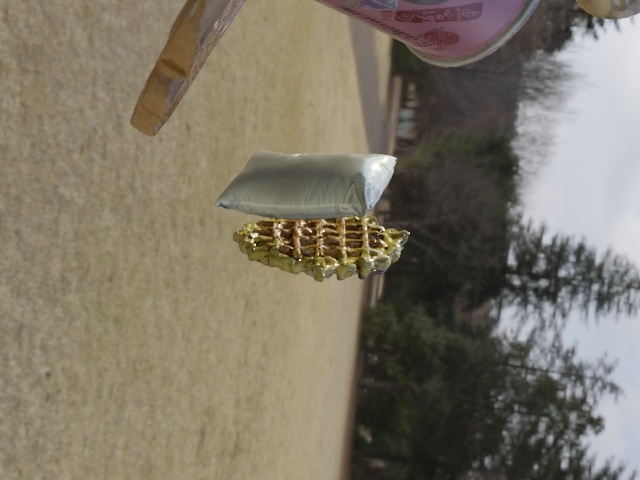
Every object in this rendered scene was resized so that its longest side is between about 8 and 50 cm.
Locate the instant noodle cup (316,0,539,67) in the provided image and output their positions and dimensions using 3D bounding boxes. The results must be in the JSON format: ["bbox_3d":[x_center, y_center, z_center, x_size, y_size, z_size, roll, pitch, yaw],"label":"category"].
[{"bbox_3d":[0.073,-0.317,0.869,0.243,0.231,0.242,-16,-110,51],"label":"instant noodle cup"}]

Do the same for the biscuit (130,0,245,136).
[{"bbox_3d":[-0.062,-0.171,0.590,0.236,0.040,0.144,-50,-174,23],"label":"biscuit"}]

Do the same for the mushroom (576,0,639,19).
[{"bbox_3d":[0.419,-0.464,1.305,0.253,0.195,0.188,-74,159,-48],"label":"mushroom"}]

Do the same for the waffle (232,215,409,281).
[{"bbox_3d":[0.000,0.002,1.408,0.245,0.254,0.052,-22,123,-44],"label":"waffle"}]

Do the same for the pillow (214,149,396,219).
[{"bbox_3d":[-0.021,-0.090,1.343,0.078,0.254,0.144,73,29,-41],"label":"pillow"}]
